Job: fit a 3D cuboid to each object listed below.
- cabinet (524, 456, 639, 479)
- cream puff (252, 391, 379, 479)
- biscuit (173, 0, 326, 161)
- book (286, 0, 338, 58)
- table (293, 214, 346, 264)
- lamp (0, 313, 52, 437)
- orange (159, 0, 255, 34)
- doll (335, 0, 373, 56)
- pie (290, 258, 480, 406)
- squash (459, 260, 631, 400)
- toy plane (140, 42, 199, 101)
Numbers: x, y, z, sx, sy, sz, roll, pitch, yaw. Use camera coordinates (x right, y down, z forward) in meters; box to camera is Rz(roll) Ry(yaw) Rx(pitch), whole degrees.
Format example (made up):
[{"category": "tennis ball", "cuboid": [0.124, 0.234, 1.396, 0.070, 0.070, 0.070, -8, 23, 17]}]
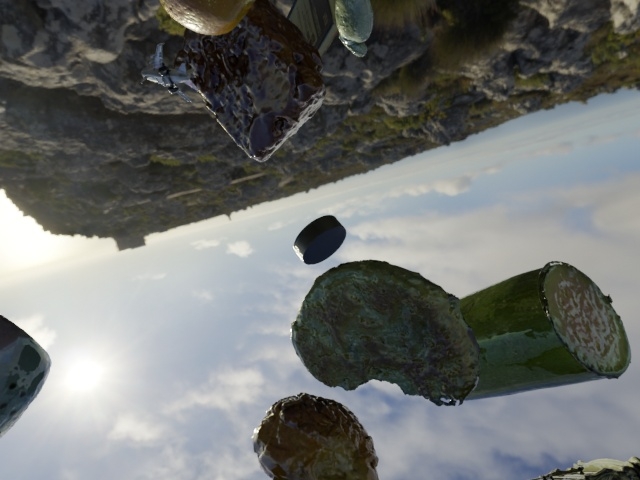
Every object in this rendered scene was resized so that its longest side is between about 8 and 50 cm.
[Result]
[{"category": "cabinet", "cuboid": [0.387, 0.526, 0.714, 0.319, 0.227, 0.289, -14, 150, 5]}, {"category": "cream puff", "cuboid": [0.001, 0.531, 1.082, 0.343, 0.327, 0.231, 14, -120, 23]}, {"category": "biscuit", "cuboid": [-0.185, -0.458, 1.133, 0.343, 0.395, 0.166, -37, -176, 44]}, {"category": "book", "cuboid": [-0.068, -0.660, 1.390, 0.039, 0.299, 0.428, 1, 158, -28]}, {"category": "table", "cuboid": [0.000, 0.000, 1.035, 0.134, 0.043, 0.133, -30, 152, -18]}, {"category": "lamp", "cuboid": [-0.380, 0.209, 0.364, 0.248, 0.247, 0.301, 12, -133, 11]}, {"category": "orange", "cuboid": [-0.192, -0.503, 0.762, 0.237, 0.179, 0.158, -55, -153, 3]}, {"category": "doll", "cuboid": [0.082, -0.559, 1.038, 0.104, 0.214, 0.071, 21, -120, 23]}, {"category": "pie", "cuboid": [0.104, 0.177, 0.791, 0.372, 0.296, 0.078, 2, -158, 28]}, {"category": "squash", "cuboid": [0.459, 0.225, 0.993, 0.263, 0.262, 0.384, -20, 166, -36]}, {"category": "toy plane", "cuboid": [-0.393, -0.421, 1.065, 0.171, 0.162, 0.065, 7, -123, 20]}]
